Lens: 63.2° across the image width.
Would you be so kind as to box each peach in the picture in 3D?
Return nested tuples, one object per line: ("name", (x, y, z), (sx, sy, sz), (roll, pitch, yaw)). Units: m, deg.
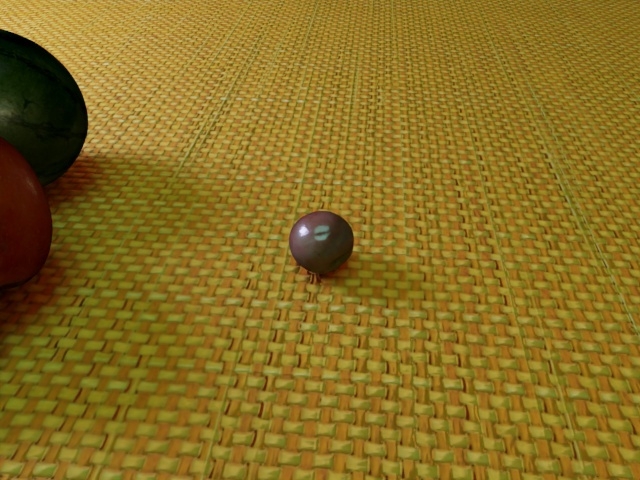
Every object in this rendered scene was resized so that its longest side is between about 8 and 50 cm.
("peach", (0.000, 0.000, 0.650), (0.083, 0.083, 0.083), (0, 41, 0))

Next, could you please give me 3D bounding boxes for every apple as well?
("apple", (-0.421, -0.024, 0.578), (0.218, 0.201, 0.218), (-23, 6, 3))

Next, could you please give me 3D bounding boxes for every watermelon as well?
("watermelon", (-0.466, -0.182, 0.744), (0.243, 0.242, 0.242), (0, 41, 0))
